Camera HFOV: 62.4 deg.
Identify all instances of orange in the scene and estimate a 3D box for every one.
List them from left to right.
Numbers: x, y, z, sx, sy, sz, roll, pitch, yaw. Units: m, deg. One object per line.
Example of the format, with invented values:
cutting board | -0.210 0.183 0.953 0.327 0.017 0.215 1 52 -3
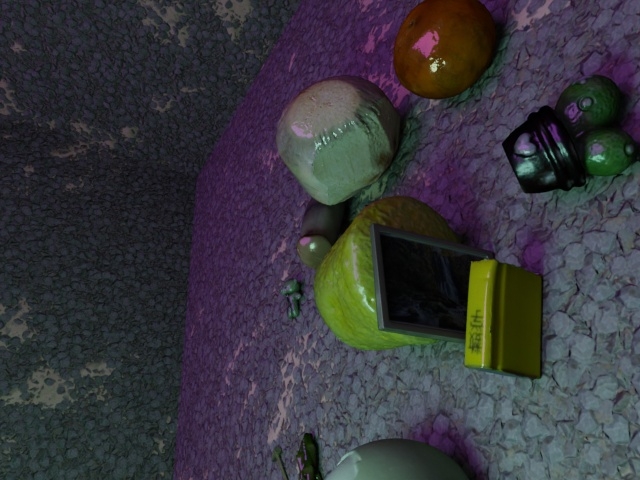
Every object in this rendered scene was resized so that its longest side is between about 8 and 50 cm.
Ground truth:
orange | 0.326 -0.522 1.419 0.284 0.226 0.284 -32 47 42

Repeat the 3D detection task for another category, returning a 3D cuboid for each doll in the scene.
doll | -0.111 0.216 1.982 0.115 0.077 0.150 142 126 -63

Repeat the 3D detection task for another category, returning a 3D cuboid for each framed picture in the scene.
framed picture | 0.252 0.097 1.101 0.020 0.324 0.241 130 146 -50

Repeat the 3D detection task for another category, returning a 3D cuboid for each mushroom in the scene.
mushroom | 0.010 -0.069 1.765 0.154 0.137 0.407 -35 26 25

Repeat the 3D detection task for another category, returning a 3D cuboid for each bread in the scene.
bread | 0.162 0.102 1.264 0.308 0.348 0.348 -44 39 52

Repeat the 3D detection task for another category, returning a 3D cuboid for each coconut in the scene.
coconut | 0.069 -0.311 1.664 0.415 0.415 0.345 -40 54 46

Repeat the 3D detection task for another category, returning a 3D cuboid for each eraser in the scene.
eraser | 0.363 0.156 1.042 0.069 0.158 0.226 -17 60 55

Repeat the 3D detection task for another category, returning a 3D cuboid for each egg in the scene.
egg | 0.137 0.545 1.062 0.278 0.336 0.278 -34 51 56

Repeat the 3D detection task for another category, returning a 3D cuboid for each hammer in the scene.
hammer | -0.126 0.775 1.743 0.195 0.028 0.060 52 126 56

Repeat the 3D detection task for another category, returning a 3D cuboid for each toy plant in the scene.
toy plant | 0.484 -0.198 1.029 0.235 0.175 0.218 -24 57 21

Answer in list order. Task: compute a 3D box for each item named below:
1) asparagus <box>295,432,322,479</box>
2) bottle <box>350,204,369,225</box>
asparagus | -0.032 0.712 1.552 0.080 0.080 0.287 -54 34 32
bottle | 0.117 -0.017 1.681 0.201 0.072 0.072 -57 32 29
